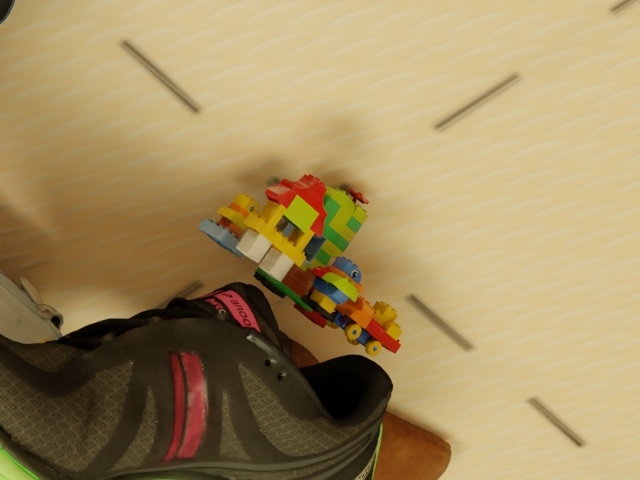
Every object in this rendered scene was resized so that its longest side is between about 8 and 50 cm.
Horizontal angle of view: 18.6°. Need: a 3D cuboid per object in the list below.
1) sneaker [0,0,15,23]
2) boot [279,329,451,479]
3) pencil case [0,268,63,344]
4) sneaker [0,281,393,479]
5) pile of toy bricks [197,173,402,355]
[{"bbox_3d":[-0.354,-0.149,1.405,0.330,0.147,0.130,-26,126,16],"label":"sneaker"},{"bbox_3d":[-0.060,0.203,1.806,0.264,0.096,0.280,-41,128,16],"label":"boot"},{"bbox_3d":[-0.329,0.022,1.596,0.124,0.113,0.273,-14,133,32],"label":"pencil case"},{"bbox_3d":[-0.134,0.111,1.543,0.483,0.185,0.202,18,101,-44],"label":"sneaker"},{"bbox_3d":[0.000,0.000,1.600,0.105,0.118,0.212,-55,134,-7],"label":"pile of toy bricks"}]
